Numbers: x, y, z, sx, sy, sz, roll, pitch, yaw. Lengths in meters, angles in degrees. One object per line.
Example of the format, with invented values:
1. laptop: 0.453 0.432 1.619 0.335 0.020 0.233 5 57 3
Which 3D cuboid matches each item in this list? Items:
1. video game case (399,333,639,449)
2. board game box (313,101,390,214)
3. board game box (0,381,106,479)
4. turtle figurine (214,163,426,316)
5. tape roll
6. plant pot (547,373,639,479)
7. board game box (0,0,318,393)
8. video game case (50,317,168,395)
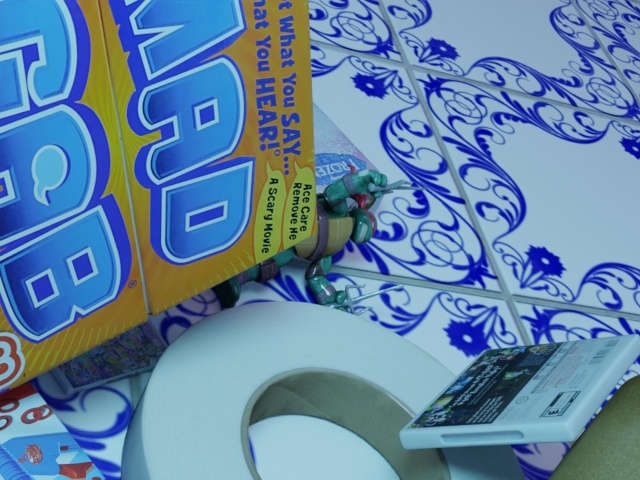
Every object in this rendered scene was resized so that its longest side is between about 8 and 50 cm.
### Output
1. video game case: 0.191 0.141 1.051 0.190 0.173 0.022 -32 107 -51
2. board game box: -0.128 -0.125 1.343 0.319 0.066 0.318 -17 56 -43
3. board game box: -0.267 0.260 0.773 0.302 0.086 0.308 45 39 22
4. turtle figurine: 0.000 0.000 1.217 0.234 0.175 0.118 -10 24 -32
5. tape roll: 0.012 0.218 1.021 0.392 0.072 0.392 19 37 -15
6. plant pot: 0.247 0.274 0.905 0.254 0.237 0.237 -33 65 -24
7. board game box: -0.252 -0.155 0.911 0.356 0.356 0.356 -27 44 -28
8. video game case: -0.209 0.098 1.069 0.122 0.011 0.087 -13 53 -42
